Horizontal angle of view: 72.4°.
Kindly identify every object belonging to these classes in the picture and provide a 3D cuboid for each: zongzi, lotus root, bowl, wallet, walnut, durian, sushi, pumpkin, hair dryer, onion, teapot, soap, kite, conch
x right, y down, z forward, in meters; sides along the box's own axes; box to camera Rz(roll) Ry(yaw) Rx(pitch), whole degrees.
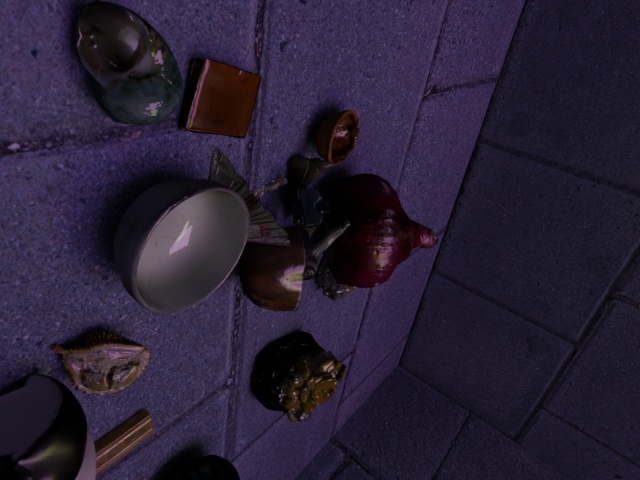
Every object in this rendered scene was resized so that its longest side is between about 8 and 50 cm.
[{"bbox_3d":[-0.025,-0.179,1.324,0.062,0.130,0.154,-77,172,-48],"label":"zongzi"},{"bbox_3d":[-0.148,0.081,1.263,0.191,0.272,0.272,-6,127,-19],"label":"lotus root"},{"bbox_3d":[-0.315,-0.004,0.960,0.307,0.163,0.307,-41,146,-35],"label":"bowl"},{"bbox_3d":[-0.219,-0.313,0.975,0.195,0.042,0.161,-15,132,-56],"label":"wallet"},{"bbox_3d":[0.040,-0.321,1.339,0.211,0.087,0.167,-41,147,-51],"label":"walnut"},{"bbox_3d":[-0.503,0.270,0.986,0.208,0.102,0.147,30,86,-39],"label":"durian"},{"bbox_3d":[0.092,0.112,1.769,0.184,0.139,0.274,16,99,-64],"label":"sushi"},{"bbox_3d":[-0.430,0.880,1.513,0.315,0.238,0.315,-29,148,-20],"label":"pumpkin"},{"bbox_3d":[-0.019,0.001,1.384,0.088,0.219,0.225,37,92,-27],"label":"hair dryer"},{"bbox_3d":[0.217,-0.031,1.507,0.398,0.419,0.399,-177,-90,-86],"label":"onion"},{"bbox_3d":[-0.043,-0.035,1.510,0.067,0.057,0.083,-69,-176,-72],"label":"teapot"},{"bbox_3d":[-0.078,0.564,1.745,0.327,0.285,0.329,-9,124,-56],"label":"sushi"},{"bbox_3d":[-0.576,0.569,1.185,0.252,0.037,0.092,-31,139,-44],"label":"soap"},{"bbox_3d":[-0.196,-0.084,1.108,0.267,0.013,0.323,-34,113,12],"label":"kite"},{"bbox_3d":[-0.322,-0.285,0.742,0.175,0.122,0.188,6,110,-38],"label":"conch"}]

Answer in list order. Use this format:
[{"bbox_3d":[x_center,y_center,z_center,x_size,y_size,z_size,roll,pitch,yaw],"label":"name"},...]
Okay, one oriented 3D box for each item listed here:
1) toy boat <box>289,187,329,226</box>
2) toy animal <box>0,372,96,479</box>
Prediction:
[{"bbox_3d":[-0.034,-0.094,1.351,0.296,0.122,0.114,-42,126,-89],"label":"toy boat"},{"bbox_3d":[-0.585,0.462,0.880,0.250,0.250,0.310,-31,133,-43],"label":"toy animal"}]
